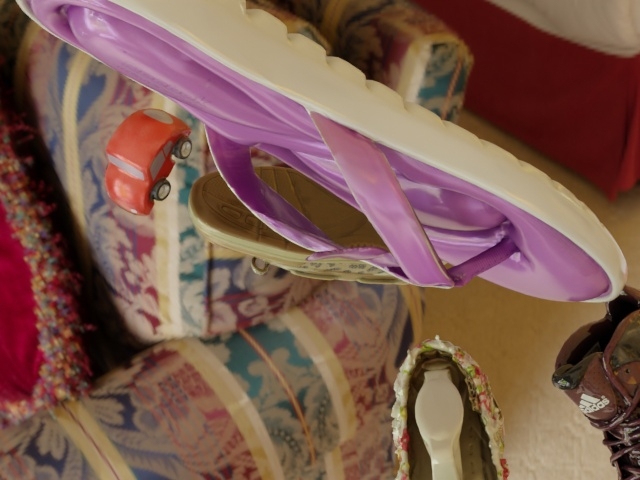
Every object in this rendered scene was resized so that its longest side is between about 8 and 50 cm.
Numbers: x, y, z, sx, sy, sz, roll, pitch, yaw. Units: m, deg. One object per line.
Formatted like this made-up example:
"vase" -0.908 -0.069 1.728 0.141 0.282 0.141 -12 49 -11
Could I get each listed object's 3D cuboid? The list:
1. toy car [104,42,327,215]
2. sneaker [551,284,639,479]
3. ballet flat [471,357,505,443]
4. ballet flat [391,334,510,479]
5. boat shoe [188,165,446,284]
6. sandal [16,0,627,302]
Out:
"toy car" -0.136 -0.169 0.908 0.239 0.053 0.225 -32 73 12
"sneaker" 0.231 0.164 0.766 0.106 0.162 0.281 -21 51 50
"ballet flat" 0.239 0.231 1.571 0.073 0.067 0.206 -11 43 -13
"ballet flat" 0.079 0.165 0.625 0.091 0.077 0.241 -12 51 5
"boat shoe" 0.000 0.000 1.012 0.285 0.089 0.104 11 52 -20
"sandal" -0.001 -0.037 0.613 0.102 0.416 0.169 -65 19 -11
